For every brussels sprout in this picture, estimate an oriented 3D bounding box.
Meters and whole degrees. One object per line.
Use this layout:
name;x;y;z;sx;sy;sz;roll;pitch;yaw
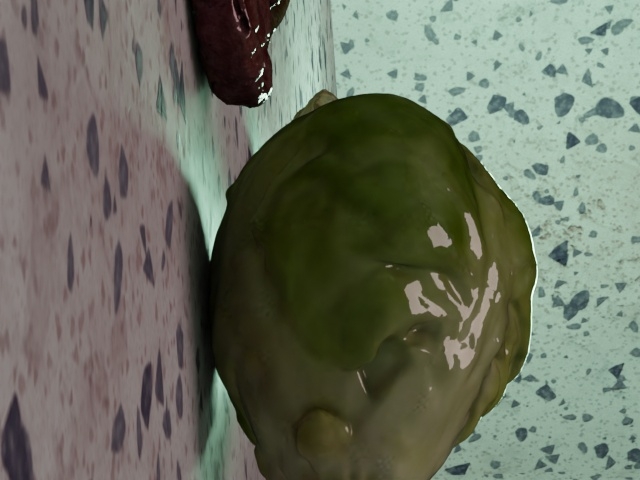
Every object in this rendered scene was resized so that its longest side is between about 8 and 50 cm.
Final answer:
brussels sprout;0.039;0.048;1.171;0.274;0.243;0.316;-29;120;-79

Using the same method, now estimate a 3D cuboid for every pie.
pie;-0.065;-0.215;1.187;0.218;0.054;0.204;-83;169;-55

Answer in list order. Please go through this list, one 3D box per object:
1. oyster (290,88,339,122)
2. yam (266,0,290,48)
oyster;-0.011;0.000;1.612;0.275;0.100;0.271;129;-38;-76
yam;-0.058;-0.193;1.407;0.045;0.045;0.327;-55;-170;21
